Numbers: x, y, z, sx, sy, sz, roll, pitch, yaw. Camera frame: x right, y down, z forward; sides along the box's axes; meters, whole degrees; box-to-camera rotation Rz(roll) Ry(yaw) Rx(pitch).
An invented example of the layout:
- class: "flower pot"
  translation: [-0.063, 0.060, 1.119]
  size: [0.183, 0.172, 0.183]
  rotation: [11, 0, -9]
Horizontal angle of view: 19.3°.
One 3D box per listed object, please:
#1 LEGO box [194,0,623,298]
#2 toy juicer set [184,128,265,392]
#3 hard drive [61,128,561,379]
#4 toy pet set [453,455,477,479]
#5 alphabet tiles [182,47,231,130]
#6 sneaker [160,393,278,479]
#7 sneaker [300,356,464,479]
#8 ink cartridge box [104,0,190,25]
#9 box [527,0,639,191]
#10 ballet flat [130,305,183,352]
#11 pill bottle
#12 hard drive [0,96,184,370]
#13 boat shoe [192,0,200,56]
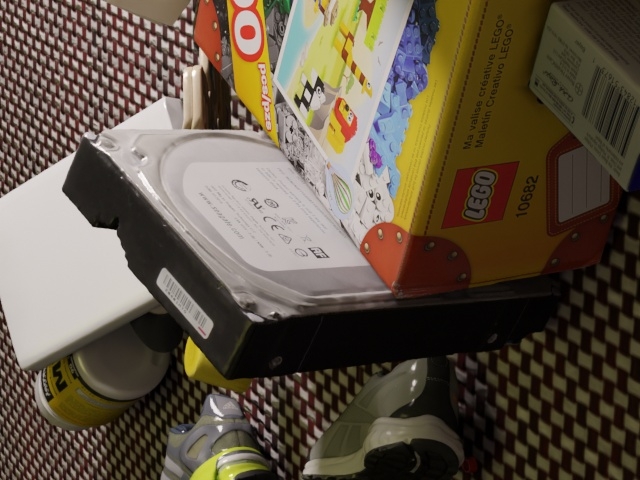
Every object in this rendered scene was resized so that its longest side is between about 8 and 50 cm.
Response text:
- class: "LEGO box"
  translation: [0.098, -0.273, 1.377]
  size: [0.372, 0.193, 0.500]
  rotation: [52, 141, 42]
- class: "toy juicer set"
  translation: [-0.045, -0.004, 1.859]
  size: [0.329, 0.089, 0.209]
  rotation: [127, 146, -52]
- class: "hard drive"
  translation: [0.000, 0.000, 1.458]
  size: [0.237, 0.339, 0.064]
  rotation: [47, 122, 35]
- class: "toy pet set"
  translation: [0.107, 0.269, 1.661]
  size: [0.114, 0.065, 0.122]
  rotation: [66, 149, 26]
- class: "alphabet tiles"
  translation: [-0.095, -0.039, 1.670]
  size: [0.284, 0.021, 0.278]
  rotation: [79, -172, -70]
- class: "sneaker"
  translation: [-0.134, 0.270, 2.090]
  size: [0.300, 0.111, 0.121]
  rotation: [-47, 47, 50]
- class: "sneaker"
  translation: [0.062, 0.174, 1.706]
  size: [0.271, 0.100, 0.108]
  rotation: [139, 144, -63]
- class: "ink cartridge box"
  translation: [-0.131, -0.367, 1.692]
  size: [0.283, 0.117, 0.207]
  rotation: [-51, 42, 26]
- class: "box"
  translation: [0.230, -0.103, 1.241]
  size: [0.126, 0.137, 0.072]
  rotation: [54, 143, 40]
- class: "ballet flat"
  translation: [-0.197, 0.026, 2.142]
  size: [0.074, 0.074, 0.203]
  rotation: [-38, 62, 59]
- class: "pill bottle"
  translation: [-0.268, 0.157, 2.264]
  size: [0.208, 0.119, 0.119]
  rotation: [-40, 64, 58]
- class: "hard drive"
  translation: [-0.247, -0.003, 2.114]
  size: [0.307, 0.040, 0.203]
  rotation: [-28, 71, 32]
- class: "boat shoe"
  translation: [-0.060, -0.297, 1.755]
  size: [0.108, 0.102, 0.301]
  rotation: [57, 143, 37]
